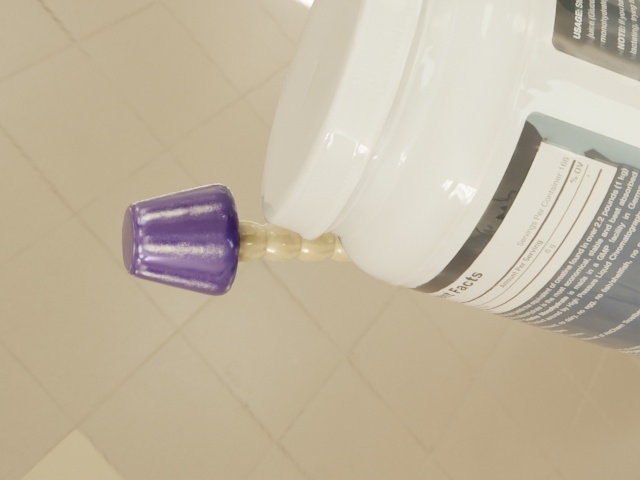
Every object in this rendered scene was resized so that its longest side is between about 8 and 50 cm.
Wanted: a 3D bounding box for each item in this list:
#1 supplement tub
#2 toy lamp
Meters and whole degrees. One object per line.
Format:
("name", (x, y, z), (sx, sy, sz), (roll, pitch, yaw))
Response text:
("supplement tub", (0.123, -0.050, 0.515), (0.272, 0.191, 0.191), (17, 52, -13))
("toy lamp", (0.000, 0.000, 0.686), (0.275, 0.080, 0.080), (1, 62, -24))
